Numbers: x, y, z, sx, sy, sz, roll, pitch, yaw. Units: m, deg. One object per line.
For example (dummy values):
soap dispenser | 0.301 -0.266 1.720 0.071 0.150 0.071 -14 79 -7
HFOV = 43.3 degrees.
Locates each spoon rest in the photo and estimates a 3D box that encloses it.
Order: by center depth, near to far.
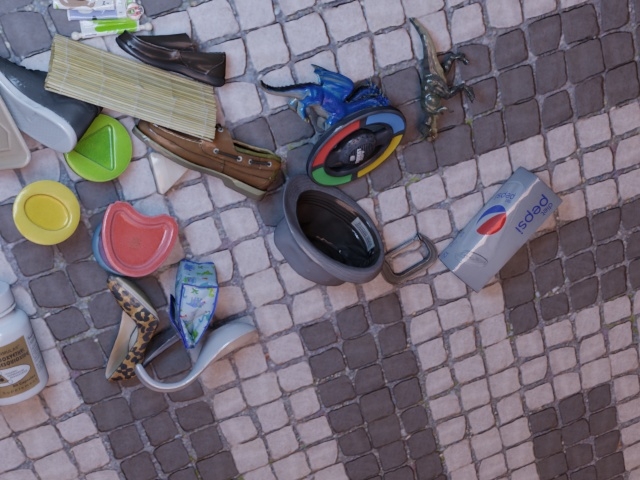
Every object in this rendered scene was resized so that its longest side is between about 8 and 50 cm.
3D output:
spoon rest | -0.255 0.253 1.736 0.276 0.137 0.084 -22 76 -22

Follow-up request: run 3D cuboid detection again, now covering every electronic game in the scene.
electronic game | 0.074 -0.189 1.642 0.229 0.048 0.229 -25 156 -12

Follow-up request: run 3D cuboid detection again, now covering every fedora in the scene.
fedora | 0.000 0.000 1.692 0.275 0.244 0.124 25 133 -28

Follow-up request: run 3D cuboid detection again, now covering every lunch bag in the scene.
lunch bag | -0.268 0.133 1.697 0.096 0.129 0.151 5 112 -12

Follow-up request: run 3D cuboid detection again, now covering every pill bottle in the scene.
pill bottle | -0.642 0.204 1.623 0.131 0.131 0.229 -14 115 -9

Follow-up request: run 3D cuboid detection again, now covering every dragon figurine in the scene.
dragon figurine | 0.011 -0.300 1.614 0.289 0.085 0.144 26 101 -28

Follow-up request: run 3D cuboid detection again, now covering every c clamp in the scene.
c clamp | 0.187 0.034 1.839 0.160 0.022 0.137 -25 116 -3

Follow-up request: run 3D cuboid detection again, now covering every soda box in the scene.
soda box | 0.406 -0.025 1.836 0.098 0.091 0.286 39 98 -25

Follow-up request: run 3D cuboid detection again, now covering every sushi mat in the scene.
sushi mat | -0.342 -0.281 1.492 0.316 0.151 0.019 15 135 -24

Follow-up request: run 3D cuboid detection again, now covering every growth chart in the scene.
growth chart | -0.419 -0.481 1.461 0.172 0.021 0.237 -15 115 -8

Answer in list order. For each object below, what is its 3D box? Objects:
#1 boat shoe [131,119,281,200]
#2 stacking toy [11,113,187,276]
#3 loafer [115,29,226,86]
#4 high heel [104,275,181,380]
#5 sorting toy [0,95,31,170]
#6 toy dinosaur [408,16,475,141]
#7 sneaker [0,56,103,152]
boat shoe | -0.218 -0.187 1.594 0.307 0.111 0.104 23 107 -35
stacking toy | -0.432 -0.084 1.603 0.309 0.130 0.279 28 76 -26
loafer | -0.277 -0.359 1.525 0.220 0.080 0.078 15 102 -28
high heel | -0.421 0.191 1.676 0.186 0.093 0.261 -36 136 -5
sorting toy | -0.626 -0.225 1.455 0.193 0.038 0.208 -3 117 29
toy dinosaur | 0.256 -0.335 1.685 0.118 0.064 0.268 -9 111 -4
sneaker | -0.530 -0.287 1.477 0.296 0.147 0.104 34 138 2
